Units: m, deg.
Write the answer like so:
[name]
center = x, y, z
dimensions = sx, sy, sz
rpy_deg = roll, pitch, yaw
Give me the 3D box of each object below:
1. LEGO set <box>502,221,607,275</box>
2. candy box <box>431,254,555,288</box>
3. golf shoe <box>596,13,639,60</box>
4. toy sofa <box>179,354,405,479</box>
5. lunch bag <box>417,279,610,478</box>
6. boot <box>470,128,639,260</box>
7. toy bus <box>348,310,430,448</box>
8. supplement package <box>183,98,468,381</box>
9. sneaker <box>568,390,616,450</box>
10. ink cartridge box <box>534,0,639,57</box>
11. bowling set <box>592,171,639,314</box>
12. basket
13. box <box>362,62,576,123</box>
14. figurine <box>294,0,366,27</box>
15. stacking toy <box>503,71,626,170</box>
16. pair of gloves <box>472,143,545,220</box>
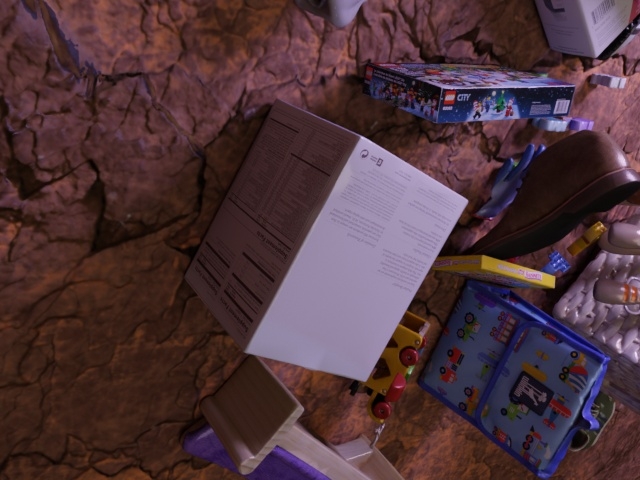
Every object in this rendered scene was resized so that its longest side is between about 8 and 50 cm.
[LEGO set]
center = 0.445, -0.009, 1.106
dimensions = 0.227, 0.087, 0.093
rpy_deg = -33, 163, -16
[candy box]
center = 0.296, 0.055, 1.054
dimensions = 0.206, 0.105, 0.027
rpy_deg = 14, 76, -36
[golf shoe]
center = 0.519, -0.367, 1.009
dimensions = 0.094, 0.077, 0.198
rpy_deg = 31, 95, -39
[toy sofa]
center = -0.029, 0.349, 0.959
dimensions = 0.177, 0.150, 0.362
rpy_deg = -47, 129, -6
[lunch bag]
center = 0.341, 0.233, 1.048
dimensions = 0.138, 0.293, 0.220
rpy_deg = 15, 104, -37
[boot]
center = 0.351, -0.059, 0.991
dimensions = 0.112, 0.115, 0.305
rpy_deg = -1, 152, -38
[toy bus]
center = 0.094, 0.199, 0.992
dimensions = 0.202, 0.104, 0.191
rpy_deg = -55, 165, -30
[supplement package]
center = 0.000, 0.000, 0.775
dimensions = 0.199, 0.198, 0.262
rpy_deg = 23, 99, -39
[sneaker]
center = 0.642, 0.430, 1.483
dimensions = 0.086, 0.064, 0.192
rpy_deg = -10, 121, -34
[ink cartridge box]
center = 0.387, -0.404, 0.895
dimensions = 0.158, 0.092, 0.218
rpy_deg = -45, 130, -8
[bowling set]
center = 0.576, -0.026, 1.062
dimensions = 0.200, 0.154, 0.287
rpy_deg = 70, 32, -64
[basket]
center = 0.674, 0.159, 1.190
dimensions = 0.331, 0.328, 0.266
rpy_deg = -47, 135, -5
[box]
center = 0.197, -0.202, 0.828
dimensions = 0.233, 0.159, 0.044
rpy_deg = -9, 119, -30
[figurine]
center = 0.040, -0.385, 0.691
dimensions = 0.209, 0.092, 0.215
rpy_deg = -41, 129, -15
[stacking toy]
center = 0.410, -0.194, 1.039
dimensions = 0.221, 0.052, 0.166
rpy_deg = -7, 116, -29
[pair of gloves]
center = 0.354, -0.084, 1.047
dimensions = 0.198, 0.023, 0.159
rpy_deg = 10, 128, -37
